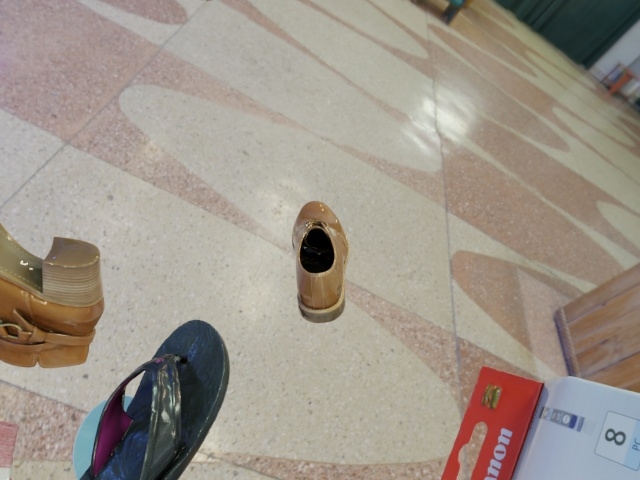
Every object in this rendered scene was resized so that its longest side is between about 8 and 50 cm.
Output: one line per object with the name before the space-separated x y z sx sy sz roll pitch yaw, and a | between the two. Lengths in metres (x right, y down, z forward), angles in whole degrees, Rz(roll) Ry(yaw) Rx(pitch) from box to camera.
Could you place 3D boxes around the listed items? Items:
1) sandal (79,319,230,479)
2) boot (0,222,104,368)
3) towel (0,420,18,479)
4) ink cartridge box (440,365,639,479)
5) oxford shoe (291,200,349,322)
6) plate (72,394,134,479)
sandal | -0.276 0.305 0.705 0.167 0.107 0.446 6 52 23
boot | -0.320 0.057 0.461 0.196 0.153 0.073 16 31 -10
towel | -0.403 0.301 0.445 0.329 0.037 0.237 59 4 40
ink cartridge box | 0.262 0.324 0.608 0.091 0.385 0.309 29 77 -17
oxford shoe | 0.000 0.000 0.577 0.075 0.076 0.212 -6 35 -1
plate | -0.388 0.396 0.896 0.188 0.188 0.024 63 3 25
